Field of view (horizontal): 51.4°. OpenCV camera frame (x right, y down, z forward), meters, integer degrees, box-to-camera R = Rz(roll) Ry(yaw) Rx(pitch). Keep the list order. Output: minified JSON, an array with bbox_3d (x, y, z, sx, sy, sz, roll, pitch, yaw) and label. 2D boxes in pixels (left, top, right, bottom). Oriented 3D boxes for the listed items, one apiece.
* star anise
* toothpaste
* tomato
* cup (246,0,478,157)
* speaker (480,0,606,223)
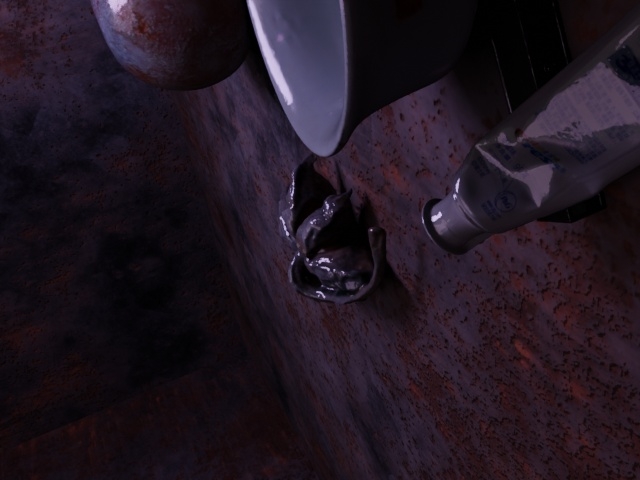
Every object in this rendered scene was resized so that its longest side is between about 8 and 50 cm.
[{"bbox_3d":[0.000,0.000,1.109,0.316,0.139,0.359,52,158,30],"label":"star anise"},{"bbox_3d":[0.177,-0.070,0.489,0.266,0.061,0.096,-42,74,49],"label":"toothpaste"},{"bbox_3d":[-0.261,-0.430,1.208,0.316,0.282,0.317,158,90,-87],"label":"tomato"},{"bbox_3d":[0.033,-0.261,0.592,0.347,0.163,0.347,164,90,-78],"label":"cup"},{"bbox_3d":[0.182,-0.110,0.540,0.046,0.040,0.191,12,121,71],"label":"speaker"}]
